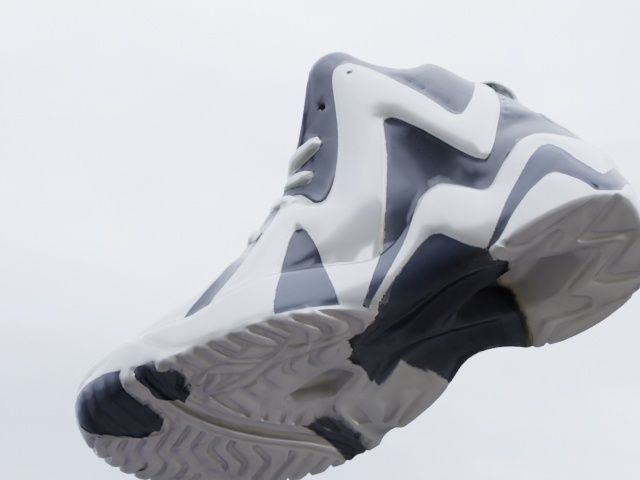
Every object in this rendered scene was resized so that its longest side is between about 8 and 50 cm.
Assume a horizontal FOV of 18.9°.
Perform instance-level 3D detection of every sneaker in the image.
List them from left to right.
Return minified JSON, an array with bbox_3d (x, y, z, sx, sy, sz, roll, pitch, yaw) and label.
[{"bbox_3d":[0.000,0.000,0.789,0.235,0.153,0.094,-28,-50,-1],"label":"sneaker"}]
